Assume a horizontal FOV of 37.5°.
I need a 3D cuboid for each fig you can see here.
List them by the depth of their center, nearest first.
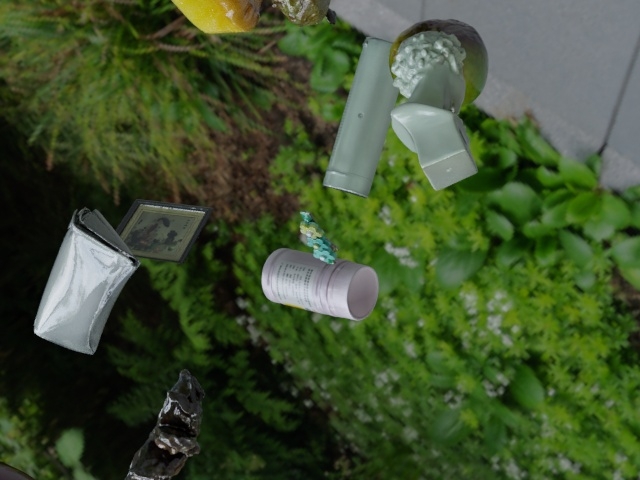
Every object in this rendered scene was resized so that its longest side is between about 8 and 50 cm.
[{"bbox_3d":[0.233,-0.331,1.798,0.191,0.181,0.181,38,169,-39],"label":"fig"}]

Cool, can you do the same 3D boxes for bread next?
[{"bbox_3d":[-0.156,-0.357,1.196,0.094,0.102,0.245,0,153,31],"label":"bread"}]

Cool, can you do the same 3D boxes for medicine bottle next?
[{"bbox_3d":[-0.002,0.097,2.139,0.250,0.133,0.133,9,136,37],"label":"medicine bottle"}]

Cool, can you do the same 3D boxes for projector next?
[{"bbox_3d":[0.099,-0.265,2.048,0.108,0.337,0.108,17,-178,0],"label":"projector"}]

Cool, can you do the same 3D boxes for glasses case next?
[{"bbox_3d":[-0.378,0.068,1.543,0.128,0.083,0.308,35,134,-1],"label":"glasses case"}]

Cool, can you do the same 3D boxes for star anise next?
[{"bbox_3d":[-0.274,0.371,1.764,0.109,0.223,0.236,31,-164,0],"label":"star anise"}]

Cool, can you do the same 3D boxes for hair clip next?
[{"bbox_3d":[0.001,0.001,1.689,0.049,0.049,0.173,35,170,32],"label":"hair clip"}]

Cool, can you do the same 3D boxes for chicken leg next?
[{"bbox_3d":[-0.023,-0.606,1.870,0.140,0.211,0.361,28,120,30],"label":"chicken leg"}]

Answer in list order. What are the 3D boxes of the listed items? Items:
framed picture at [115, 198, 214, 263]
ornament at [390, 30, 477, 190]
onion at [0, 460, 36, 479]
[{"bbox_3d":[-0.361,-0.022,2.113,0.199,0.195,0.010,7,133,15],"label":"framed picture"},{"bbox_3d":[0.166,-0.206,1.429,0.120,0.285,0.130,-11,135,17],"label":"ornament"},{"bbox_3d":[-0.595,0.513,1.640,0.282,0.337,0.260,57,-154,-54],"label":"onion"}]
